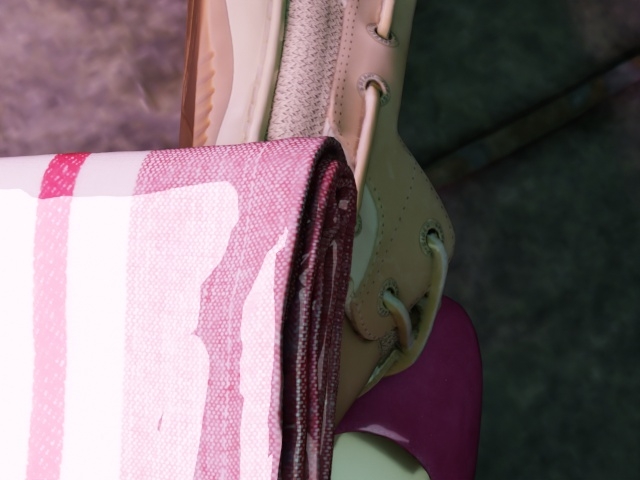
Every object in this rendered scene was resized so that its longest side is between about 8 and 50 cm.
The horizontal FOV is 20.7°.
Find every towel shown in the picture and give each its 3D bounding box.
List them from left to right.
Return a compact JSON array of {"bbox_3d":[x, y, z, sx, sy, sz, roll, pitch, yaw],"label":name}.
[{"bbox_3d":[-0.151,0.088,0.523,0.329,0.037,0.237,-1,76,25],"label":"towel"}]

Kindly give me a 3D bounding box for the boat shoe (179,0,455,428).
[{"bbox_3d":[0.000,0.000,0.591,0.098,0.109,0.302,6,58,-9],"label":"boat shoe"}]

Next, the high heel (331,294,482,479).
[{"bbox_3d":[0.000,0.121,0.583,0.082,0.117,0.244,31,76,-1],"label":"high heel"}]
